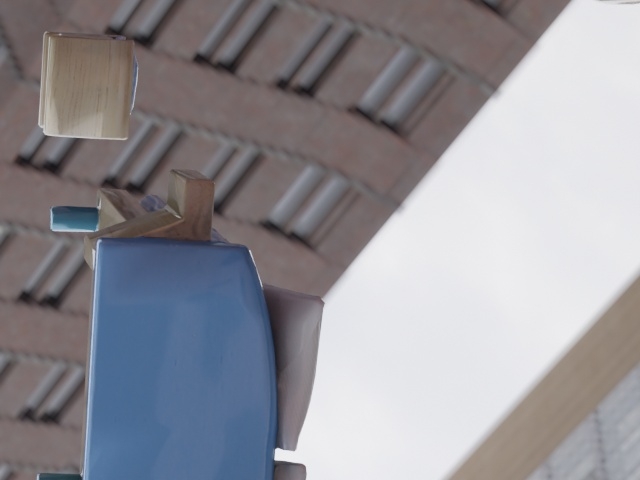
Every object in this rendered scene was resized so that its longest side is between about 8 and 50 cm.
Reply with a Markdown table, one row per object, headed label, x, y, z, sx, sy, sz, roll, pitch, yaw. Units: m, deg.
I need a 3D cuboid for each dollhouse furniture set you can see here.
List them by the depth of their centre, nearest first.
| label | x | y | z | sx | sy | sz | roll | pitch | yaw |
| --- | --- | --- | --- | --- | --- | --- | --- | --- | --- |
| dollhouse furniture set | 0.000 | 0.000 | 0.724 | 0.198 | 0.303 | 0.286 | 3 | -174 | -12 |
